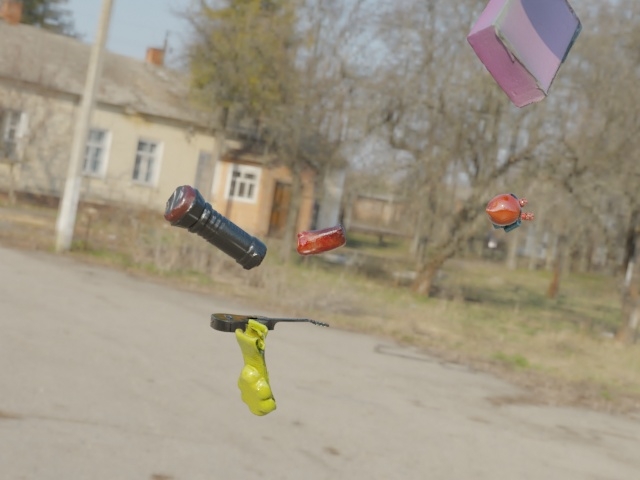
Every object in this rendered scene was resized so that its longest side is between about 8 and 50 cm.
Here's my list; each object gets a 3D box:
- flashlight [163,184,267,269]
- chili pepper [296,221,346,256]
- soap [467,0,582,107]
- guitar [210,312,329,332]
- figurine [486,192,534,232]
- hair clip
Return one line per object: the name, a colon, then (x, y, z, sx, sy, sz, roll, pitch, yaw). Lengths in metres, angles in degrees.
flashlight: (-0.215, -0.024, 2.171, 0.232, 0.093, 0.093, 35, -11, -27)
chili pepper: (0.000, 0.000, 2.497, 0.123, 0.070, 0.073, -15, 36, 3)
soap: (0.394, -0.397, 1.983, 0.081, 0.259, 0.181, -21, -62, 46)
guitar: (-0.095, 0.159, 1.973, 0.233, 0.025, 0.088, 4, 4, -20)
figurine: (0.358, -0.057, 2.007, 0.075, 0.068, 0.140, -26, -16, 23)
hair clip: (-0.103, 0.216, 1.678, 0.072, 0.173, 0.046, 24, 38, 34)
